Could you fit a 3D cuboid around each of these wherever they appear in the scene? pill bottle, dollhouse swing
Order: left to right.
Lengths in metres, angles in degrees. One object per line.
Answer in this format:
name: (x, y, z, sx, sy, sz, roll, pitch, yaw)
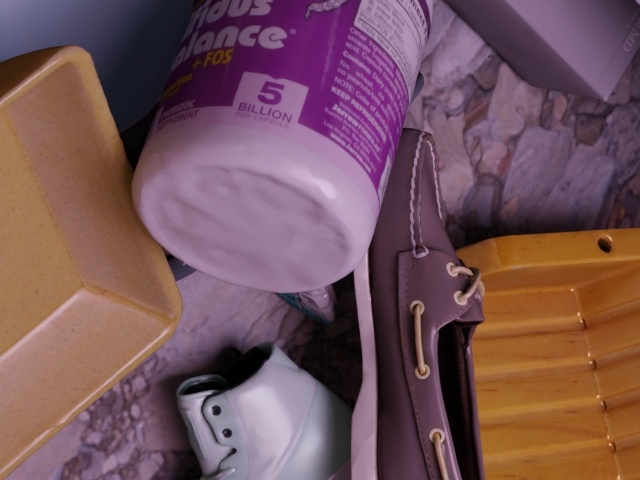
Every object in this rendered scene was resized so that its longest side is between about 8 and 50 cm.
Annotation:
pill bottle: (-0.015, -0.128, 1.330, 0.169, 0.169, 0.301, 44, 48, -36)
dollhouse swing: (0.274, 0.146, 1.508, 0.315, 0.305, 0.347, -3, 75, -35)

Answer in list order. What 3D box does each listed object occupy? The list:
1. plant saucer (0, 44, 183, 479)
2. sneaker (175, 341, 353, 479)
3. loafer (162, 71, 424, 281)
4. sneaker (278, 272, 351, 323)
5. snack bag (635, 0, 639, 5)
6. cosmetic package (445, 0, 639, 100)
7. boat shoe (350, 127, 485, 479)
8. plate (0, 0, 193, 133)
plant saucer: (-0.267, 0.050, 1.269, 0.333, 0.081, 0.332, -41, 148, -18)
sneaker: (-0.096, 0.192, 1.494, 0.256, 0.094, 0.151, -43, 110, -6)
loafer: (-0.039, -0.075, 1.437, 0.267, 0.096, 0.084, -39, 108, -15)
sneaker: (0.000, 0.000, 1.480, 0.076, 0.065, 0.166, -57, 168, -20)
snack bag: (0.391, -0.126, 1.532, 0.342, 0.323, 0.037, 46, 115, -2)
cosmetic package: (0.167, -0.229, 1.522, 0.238, 0.107, 0.127, 36, 80, -35)
boat shoe: (0.082, 0.067, 1.474, 0.116, 0.097, 0.324, 16, 73, -68)
plate: (-0.177, -0.161, 1.352, 0.188, 0.024, 0.188, -11, 111, -31)
